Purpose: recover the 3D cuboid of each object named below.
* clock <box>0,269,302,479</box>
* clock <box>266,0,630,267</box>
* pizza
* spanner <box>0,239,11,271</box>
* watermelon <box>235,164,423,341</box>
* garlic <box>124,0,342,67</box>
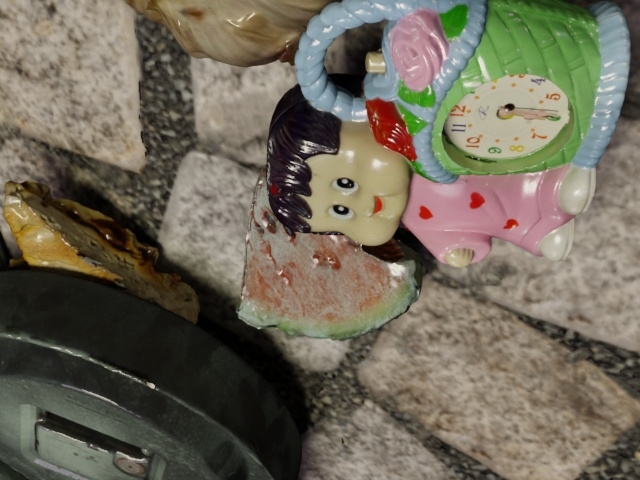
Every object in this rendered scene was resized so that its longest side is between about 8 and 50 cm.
[{"bbox_3d":[-0.201,0.173,0.882,0.386,0.076,0.386,14,141,11],"label":"clock"},{"bbox_3d":[0.065,-0.069,0.570,0.196,0.100,0.194,3,138,-1],"label":"clock"},{"bbox_3d":[-0.204,0.015,0.817,0.154,0.069,0.193,-7,129,33],"label":"pizza"},{"bbox_3d":[-0.312,0.028,0.923,0.054,0.015,0.254,5,125,23],"label":"spanner"},{"bbox_3d":[0.000,0.000,0.720,0.187,0.071,0.139,-8,113,40],"label":"watermelon"},{"bbox_3d":[-0.068,-0.218,0.540,0.245,0.160,0.245,11,147,7],"label":"garlic"}]
